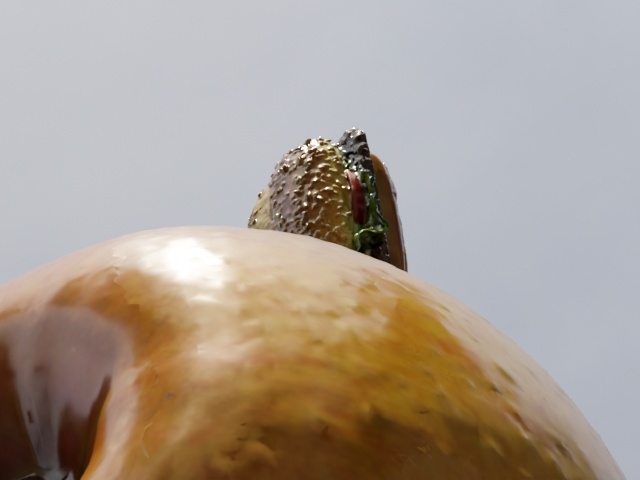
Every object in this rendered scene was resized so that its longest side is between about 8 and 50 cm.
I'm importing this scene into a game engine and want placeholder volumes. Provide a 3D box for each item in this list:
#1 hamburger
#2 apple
[{"bbox_3d":[0.000,0.000,1.116,0.087,0.137,0.166,13,-137,-22],"label":"hamburger"},{"bbox_3d":[-0.033,0.133,0.532,0.275,0.299,0.299,48,-126,-47],"label":"apple"}]
